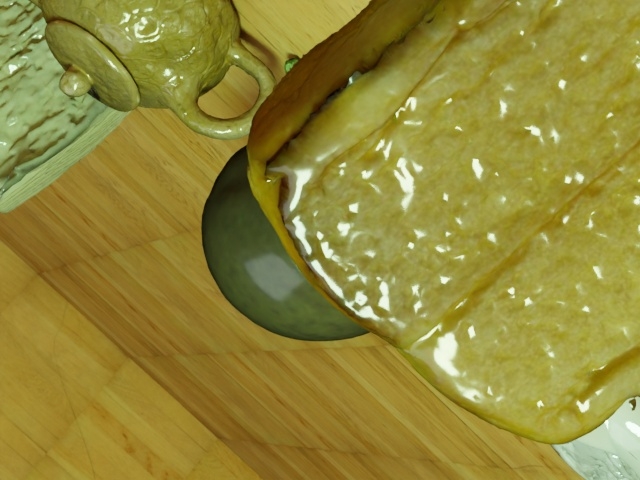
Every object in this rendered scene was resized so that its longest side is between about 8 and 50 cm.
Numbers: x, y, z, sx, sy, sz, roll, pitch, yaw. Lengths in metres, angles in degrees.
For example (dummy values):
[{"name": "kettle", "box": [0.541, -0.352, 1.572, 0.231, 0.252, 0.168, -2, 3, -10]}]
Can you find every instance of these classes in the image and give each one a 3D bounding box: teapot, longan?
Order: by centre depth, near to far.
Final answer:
[{"name": "teapot", "box": [-0.186, -0.195, 1.616, 0.311, 0.167, 0.203, 36, 161, 8]}, {"name": "longan", "box": [0.000, 0.000, 1.637, 0.248, 0.248, 0.248, 35, 162, 14]}, {"name": "teapot", "box": [0.304, 0.205, 1.647, 0.204, 0.139, 0.298, 12, 147, 50]}]

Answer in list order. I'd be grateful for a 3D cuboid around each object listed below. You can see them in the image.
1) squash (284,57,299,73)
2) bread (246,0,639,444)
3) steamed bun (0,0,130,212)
[{"name": "squash", "box": [-0.018, -0.147, 1.626, 0.027, 0.027, 0.089, 30, 156, 27]}, {"name": "bread", "box": [0.155, -0.057, 1.072, 0.328, 0.337, 0.148, 41, -164, -19]}, {"name": "steamed bun", "box": [-0.355, -0.192, 1.818, 0.272, 0.290, 0.273, 54, 170, 0]}]
